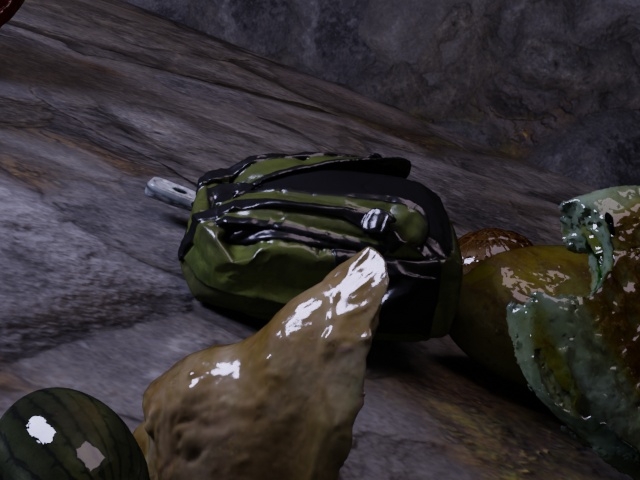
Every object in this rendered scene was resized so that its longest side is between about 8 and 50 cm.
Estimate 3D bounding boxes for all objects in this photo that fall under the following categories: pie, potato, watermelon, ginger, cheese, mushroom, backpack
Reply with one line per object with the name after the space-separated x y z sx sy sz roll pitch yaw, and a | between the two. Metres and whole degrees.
0.308 0.086 1.044 0.303 0.302 0.067 16 -29 -14 | pie
0.259 0.082 1.156 0.298 0.141 0.176 15 18 -19 | potato
-0.129 0.121 0.627 0.078 0.078 0.111 10 18 -34 | watermelon
-0.033 0.079 0.674 0.123 0.193 0.115 23 10 7 | ginger
-0.070 -0.015 1.260 0.235 0.049 0.127 19 15 -3 | cheese
0.193 0.026 1.393 0.109 0.085 0.126 21 9 6 | mushroom
0.000 0.000 1.102 0.253 0.140 0.207 5 23 -7 | backpack

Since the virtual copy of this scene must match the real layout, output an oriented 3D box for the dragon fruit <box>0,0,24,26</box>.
-0.507 -0.358 1.602 0.241 0.241 0.252 30 -1 34 | dragon fruit
